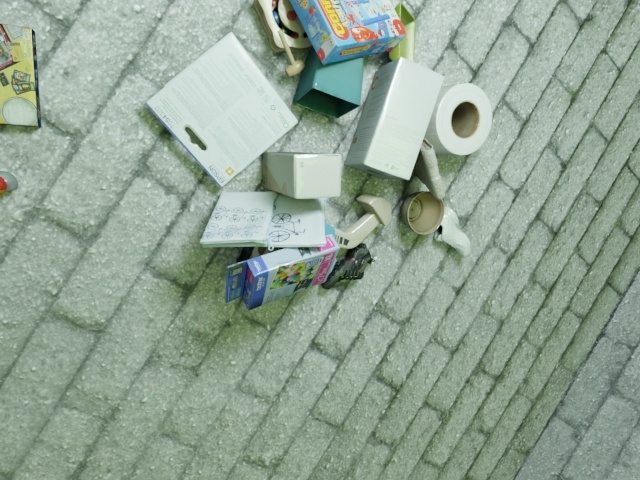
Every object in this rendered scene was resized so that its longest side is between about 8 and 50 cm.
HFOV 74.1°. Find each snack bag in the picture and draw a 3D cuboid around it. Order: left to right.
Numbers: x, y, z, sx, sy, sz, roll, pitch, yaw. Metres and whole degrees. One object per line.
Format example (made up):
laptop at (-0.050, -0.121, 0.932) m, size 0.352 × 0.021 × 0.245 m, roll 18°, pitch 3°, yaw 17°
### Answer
snack bag at (-0.146, -0.070, 1.233) m, size 0.342 × 0.323 × 0.037 m, roll 1°, pitch 121°, yaw 0°

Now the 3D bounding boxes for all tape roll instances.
tape roll at (0.471, -0.434, 1.541) m, size 0.246 × 0.169 × 0.246 m, roll -5°, pitch 105°, yaw -22°

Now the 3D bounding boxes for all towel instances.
towel at (0.364, -0.270, 1.478) m, size 0.049 × 0.282 × 0.187 m, roll -21°, pitch 117°, yaw 7°

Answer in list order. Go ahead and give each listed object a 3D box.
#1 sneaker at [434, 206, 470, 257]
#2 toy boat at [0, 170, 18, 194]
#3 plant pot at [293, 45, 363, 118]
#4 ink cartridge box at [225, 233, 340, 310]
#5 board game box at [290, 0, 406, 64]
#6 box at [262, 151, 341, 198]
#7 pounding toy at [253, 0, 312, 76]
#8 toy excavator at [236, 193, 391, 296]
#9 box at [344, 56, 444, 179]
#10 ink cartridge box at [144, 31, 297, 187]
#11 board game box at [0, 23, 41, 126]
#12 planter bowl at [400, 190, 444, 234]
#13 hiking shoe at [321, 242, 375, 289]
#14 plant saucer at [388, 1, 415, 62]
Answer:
sneaker at (0.517, -0.016, 1.709) m, size 0.115 × 0.090 × 0.232 m, roll -34°, pitch 103°, yaw -5°
toy boat at (-0.930, -0.201, 1.037) m, size 0.318 × 0.148 × 0.267 m, roll 32°, pitch 92°, yaw -19°
plant pot at (0.037, -0.542, 1.346) m, size 0.165 × 0.165 × 0.234 m, roll 12°, pitch 85°, yaw -24°
ink cartridge box at (-0.107, 0.095, 1.176) m, size 0.311 × 0.065 × 0.186 m, roll -15°, pitch 148°, yaw -26°
board game box at (0.068, -0.702, 1.257) m, size 0.302 × 0.086 × 0.308 m, roll -28°, pitch 90°, yaw -34°
box at (-0.066, -0.206, 1.289) m, size 0.148 × 0.311 × 0.121 m, roll -5°, pitch 104°, yaw -22°
pounding toy at (-0.081, -0.650, 1.270) m, size 0.154 × 0.155 × 0.269 m, roll -28°, pitch 111°, yaw -10°
toy excavator at (0.000, 0.000, 1.445) m, size 0.445 × 0.222 × 0.433 m, roll 19°, pitch 96°, yaw -38°
box at (0.238, -0.392, 1.417) m, size 0.168 × 0.215 × 0.345 m, roll 17°, pitch 95°, yaw -16°
ink cartridge box at (-0.291, -0.389, 1.291) m, size 0.330 × 0.071 × 0.324 m, roll -42°, pitch 114°, yaw -6°
board game box at (-0.817, -0.420, 1.078) m, size 0.165 × 0.042 × 0.243 m, roll -1°, pitch 102°, yaw -22°
planter bowl at (0.369, -0.112, 1.604) m, size 0.162 × 0.109 × 0.162 m, roll -5°, pitch 103°, yaw -22°
hiking shoe at (0.108, 0.117, 1.559) m, size 0.227 × 0.086 × 0.114 m, roll -41°, pitch 110°, yaw -10°
plant saucer at (0.273, -0.671, 1.429) m, size 0.188 × 0.045 × 0.188 m, roll -18°, pitch 110°, yaw -62°
